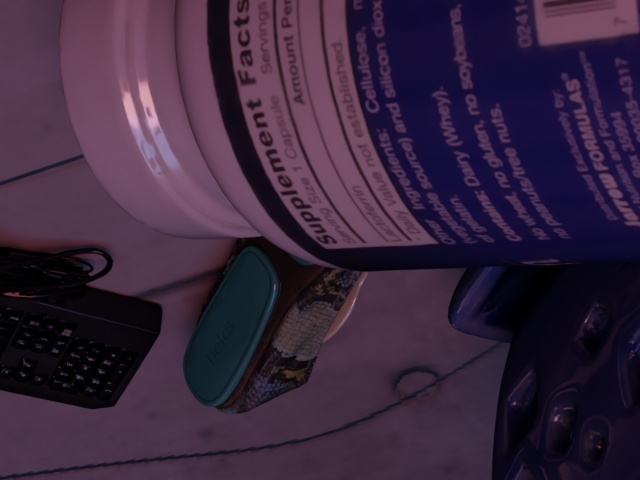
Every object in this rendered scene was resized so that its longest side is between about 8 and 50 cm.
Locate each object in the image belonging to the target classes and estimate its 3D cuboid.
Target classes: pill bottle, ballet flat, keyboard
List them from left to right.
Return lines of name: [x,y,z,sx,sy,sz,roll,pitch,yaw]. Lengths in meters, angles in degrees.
keyboard: [-0.166,0.035,0.767,0.192,0.038,0.100,14,130,-21]
ballet flat: [0.000,0.000,0.749,0.070,0.070,0.188,15,132,-21]
pill bottle: [0.050,-0.067,0.558,0.265,0.153,0.153,-2,144,39]

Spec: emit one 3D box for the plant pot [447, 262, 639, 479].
plant pot: [0.200,0.036,0.687,0.236,0.212,0.236,11,131,-27]
